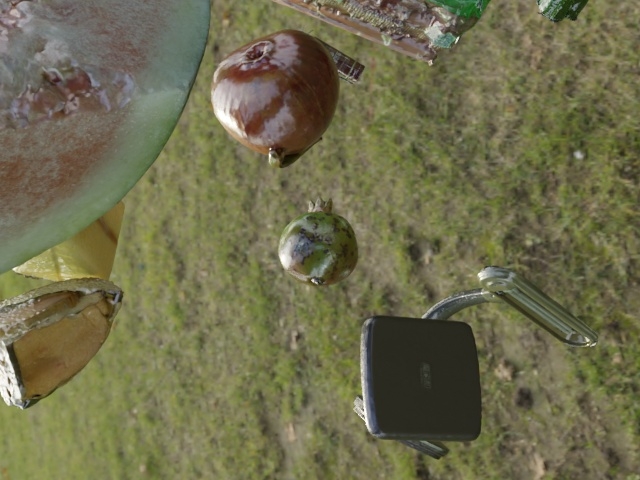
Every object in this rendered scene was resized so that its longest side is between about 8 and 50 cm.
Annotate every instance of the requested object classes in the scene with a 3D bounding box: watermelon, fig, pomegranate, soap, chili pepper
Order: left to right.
[{"bbox_3d":[-0.218,-0.122,0.653,0.310,0.232,0.193,-36,63,9],"label":"watermelon"},{"bbox_3d":[-0.060,-0.205,1.216,0.205,0.205,0.205,11,103,57],"label":"fig"},{"bbox_3d":[0.000,0.000,1.628,0.159,0.159,0.205,123,157,-44],"label":"pomegranate"},{"bbox_3d":[0.039,-0.289,0.866,0.218,0.273,0.098,175,113,-77],"label":"soap"},{"bbox_3d":[0.448,-0.462,1.364,0.227,0.088,0.059,118,138,-56],"label":"chili pepper"}]

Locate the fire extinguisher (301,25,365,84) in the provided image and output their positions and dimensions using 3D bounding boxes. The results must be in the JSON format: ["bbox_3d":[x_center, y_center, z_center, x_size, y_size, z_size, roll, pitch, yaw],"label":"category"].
[{"bbox_3d":[0.018,-0.398,1.778,0.064,0.158,0.043,-59,6,14],"label":"fire extinguisher"}]

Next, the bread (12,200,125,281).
[{"bbox_3d":[-0.354,-0.035,1.246,0.264,0.163,0.167,-26,53,56],"label":"bread"}]

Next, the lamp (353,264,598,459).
[{"bbox_3d":[0.197,0.163,1.046,0.283,0.203,0.124,-54,19,13],"label":"lamp"}]

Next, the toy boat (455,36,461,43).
[{"bbox_3d":[0.220,-0.433,1.281,0.093,0.103,0.246,-119,31,-74],"label":"toy boat"}]

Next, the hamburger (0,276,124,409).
[{"bbox_3d":[-0.400,0.139,1.230,0.135,0.208,0.155,23,132,36],"label":"hamburger"}]

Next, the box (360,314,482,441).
[{"bbox_3d":[0.099,0.139,0.829,0.027,0.125,0.126,130,142,-62],"label":"box"}]
